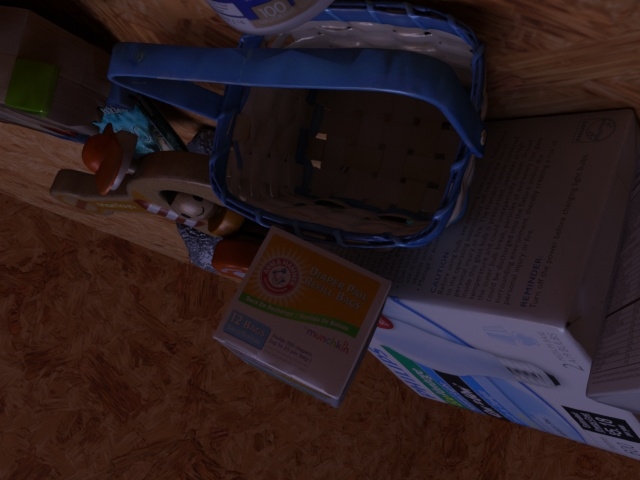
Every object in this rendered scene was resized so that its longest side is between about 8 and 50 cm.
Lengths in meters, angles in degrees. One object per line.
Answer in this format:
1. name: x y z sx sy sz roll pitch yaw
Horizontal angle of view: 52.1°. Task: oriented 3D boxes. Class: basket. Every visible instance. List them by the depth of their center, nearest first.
1. basket: 0.016 -0.097 0.529 0.254 0.201 0.289 12 177 29

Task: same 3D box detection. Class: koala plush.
1. koala plush: -0.092 -0.063 0.943 0.196 0.203 0.221 32 148 -29

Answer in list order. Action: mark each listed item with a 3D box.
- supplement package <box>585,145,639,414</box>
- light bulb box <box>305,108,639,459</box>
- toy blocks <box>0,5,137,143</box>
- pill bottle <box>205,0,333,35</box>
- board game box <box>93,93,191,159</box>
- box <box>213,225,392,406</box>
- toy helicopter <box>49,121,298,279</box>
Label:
1. supplement package: 0.283 -0.021 0.329 0.199 0.263 0.198 15 168 12
2. light bulb box: 0.209 0.056 0.766 0.361 0.225 0.358 4 151 47
3. toy blocks: -0.383 -0.200 0.806 0.381 0.191 0.261 13 179 20
4. pill bottle: -0.060 -0.208 0.349 0.112 0.112 0.186 11 167 30
5. board game box: -0.288 -0.170 0.980 0.186 0.026 0.126 6 141 44
6. box: -0.011 0.080 0.600 0.114 0.103 0.203 25 166 8
7. toy helicopter: -0.202 -0.056 0.744 0.355 0.140 0.235 4 165 36
